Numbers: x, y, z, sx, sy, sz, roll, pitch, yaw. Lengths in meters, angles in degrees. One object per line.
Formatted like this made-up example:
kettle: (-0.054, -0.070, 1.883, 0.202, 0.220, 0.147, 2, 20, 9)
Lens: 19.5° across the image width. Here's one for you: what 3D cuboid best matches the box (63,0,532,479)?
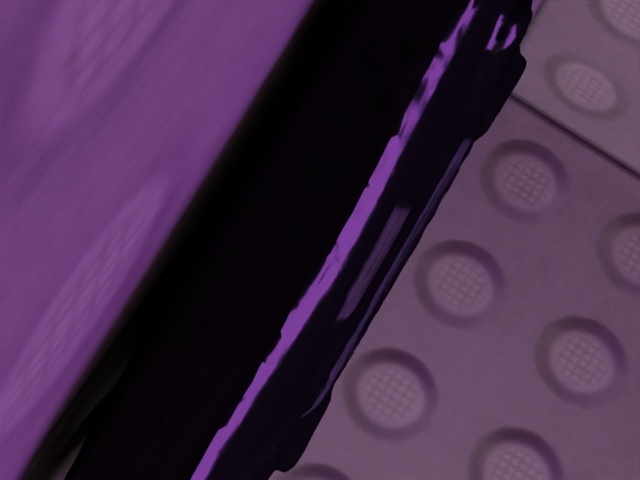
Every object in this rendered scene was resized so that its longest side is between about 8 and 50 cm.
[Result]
box: (0.000, 0.000, 0.948, 0.359, 0.091, 0.350, -60, 176, 4)
